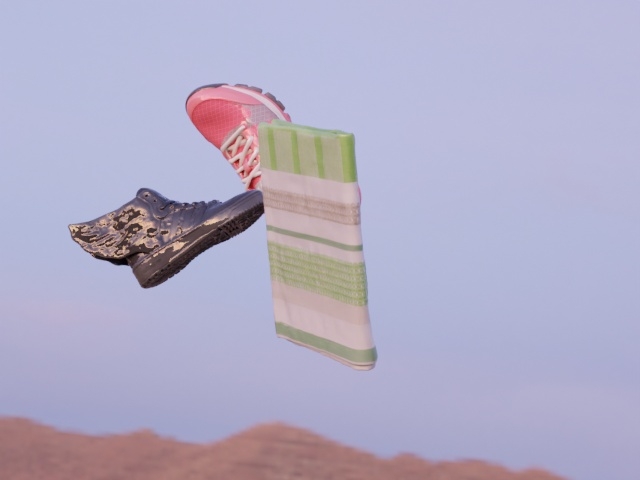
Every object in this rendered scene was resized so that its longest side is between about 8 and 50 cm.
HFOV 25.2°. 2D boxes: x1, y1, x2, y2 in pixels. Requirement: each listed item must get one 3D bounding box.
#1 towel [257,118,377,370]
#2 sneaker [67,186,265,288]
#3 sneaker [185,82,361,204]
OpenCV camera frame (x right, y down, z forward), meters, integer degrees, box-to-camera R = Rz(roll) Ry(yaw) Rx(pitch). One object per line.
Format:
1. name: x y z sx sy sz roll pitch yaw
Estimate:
1. towel: 0.000 0.000 0.928 0.023 0.152 0.113 -12 15 -31
2. sneaker: -0.139 -0.021 1.322 0.170 0.089 0.051 -34 -16 -1
3. sneaker: -0.076 -0.114 2.135 0.314 0.136 0.116 38 -52 -8
